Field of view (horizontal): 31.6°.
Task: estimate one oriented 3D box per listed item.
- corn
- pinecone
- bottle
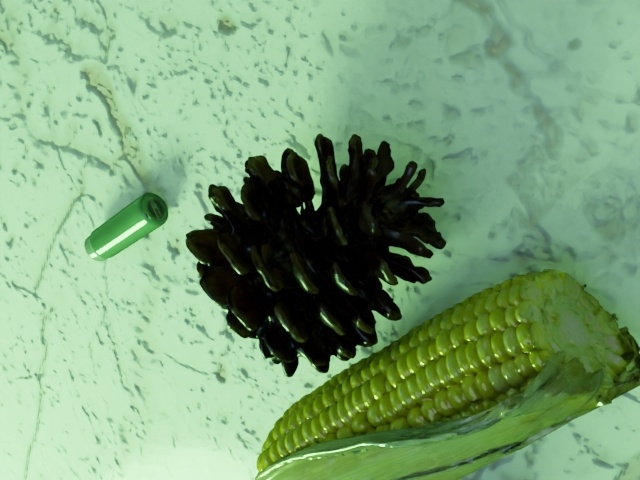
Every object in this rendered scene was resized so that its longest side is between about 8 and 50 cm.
[{"bbox_3d":[0.083,0.127,0.812,0.123,0.122,0.305,34,129,-28],"label":"corn"},{"bbox_3d":[0.007,0.000,0.794,0.165,0.163,0.163,-32,91,14],"label":"pinecone"},{"bbox_3d":[-0.165,-0.010,0.955,0.083,0.030,0.030,-30,92,34],"label":"bottle"}]
